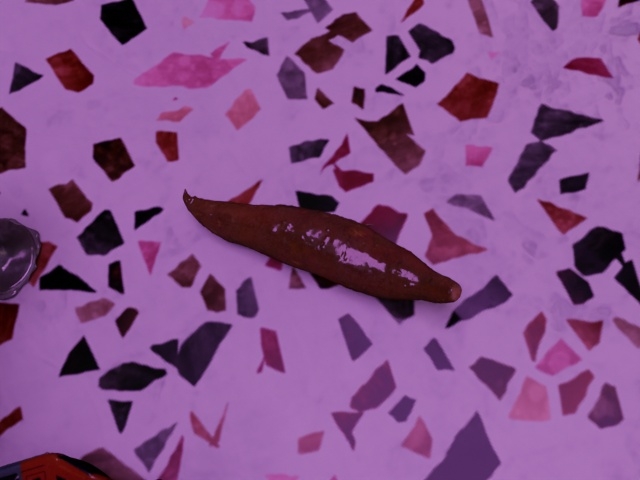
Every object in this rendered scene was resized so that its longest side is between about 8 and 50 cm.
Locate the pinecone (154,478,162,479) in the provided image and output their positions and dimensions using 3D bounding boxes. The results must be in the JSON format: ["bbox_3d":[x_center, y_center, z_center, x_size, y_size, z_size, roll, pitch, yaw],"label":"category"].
[{"bbox_3d":[-0.184,0.348,0.886,0.292,0.246,0.246,-22,68,18],"label":"pinecone"}]

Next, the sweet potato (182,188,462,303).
[{"bbox_3d":[0.000,0.000,1.058,0.314,0.066,0.072,22,68,18],"label":"sweet potato"}]

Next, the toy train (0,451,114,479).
[{"bbox_3d":[-0.380,0.281,1.001,0.409,0.086,0.089,-18,67,2],"label":"toy train"}]

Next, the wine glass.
[{"bbox_3d":[-0.360,-0.007,1.051,0.122,0.183,0.122,-4,69,10],"label":"wine glass"}]
